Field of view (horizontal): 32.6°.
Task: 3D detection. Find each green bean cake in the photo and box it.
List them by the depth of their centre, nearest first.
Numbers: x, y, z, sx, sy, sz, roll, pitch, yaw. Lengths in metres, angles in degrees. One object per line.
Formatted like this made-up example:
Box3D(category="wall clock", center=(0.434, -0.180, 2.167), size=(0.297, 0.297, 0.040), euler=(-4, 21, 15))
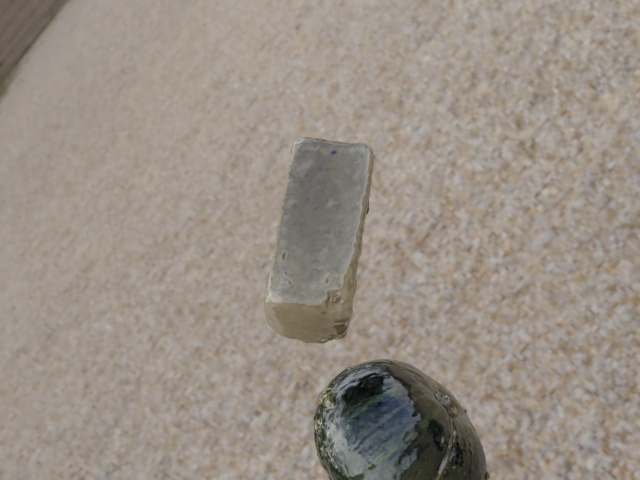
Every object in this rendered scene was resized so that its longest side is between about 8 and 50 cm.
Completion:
Box3D(category="green bean cake", center=(0.000, 0.000, 1.047), size=(0.109, 0.085, 0.179), euler=(95, -176, -66))

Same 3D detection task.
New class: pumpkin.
Box3D(category="pumpkin", center=(0.078, 0.204, 1.089), size=(0.146, 0.190, 0.190), euler=(-31, 24, 7))
